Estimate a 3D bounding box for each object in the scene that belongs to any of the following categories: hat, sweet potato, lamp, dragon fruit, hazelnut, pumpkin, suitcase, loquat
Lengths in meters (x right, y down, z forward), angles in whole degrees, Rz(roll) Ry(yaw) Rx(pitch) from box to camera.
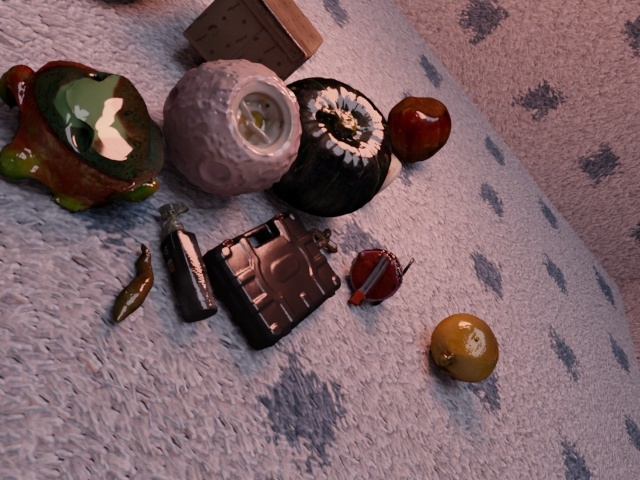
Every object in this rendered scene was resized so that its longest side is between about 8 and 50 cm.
[{"bbox_3d":[0.151,0.091,1.372,0.227,0.129,0.140,11,94,-68],"label":"hat"},{"bbox_3d":[-0.280,0.069,0.881,0.153,0.038,0.041,-84,153,-47],"label":"sweet potato"},{"bbox_3d":[0.000,0.000,1.305,0.083,0.031,0.063,5,57,-46],"label":"lamp"},{"bbox_3d":[-0.363,-0.172,0.907,0.268,0.130,0.295,54,33,-13],"label":"dragon fruit"},{"bbox_3d":[0.313,-0.365,1.886,0.234,0.218,0.218,-26,83,-38],"label":"hazelnut"},{"bbox_3d":[0.008,-0.208,1.296,0.323,0.241,0.323,15,60,-29],"label":"pumpkin"},{"bbox_3d":[-0.086,0.066,1.105,0.206,0.066,0.285,57,33,0],"label":"suitcase"},{"bbox_3d":[0.349,0.269,1.412,0.204,0.149,0.172,-18,80,-44],"label":"loquat"}]

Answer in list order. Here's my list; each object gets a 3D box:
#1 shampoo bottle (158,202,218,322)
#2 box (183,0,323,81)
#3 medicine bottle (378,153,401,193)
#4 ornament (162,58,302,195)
[{"bbox_3d":[-0.226,0.031,0.962,0.063,0.057,0.207,2,61,-51],"label":"shampoo bottle"},{"bbox_3d":[-0.142,-0.473,1.334,0.225,0.190,0.297,48,23,-14],"label":"box"},{"bbox_3d":[0.088,-0.243,1.522,0.252,0.144,0.144,45,35,-14],"label":"medicine bottle"},{"bbox_3d":[-0.168,-0.210,1.079,0.259,0.225,0.259,1,88,-42],"label":"ornament"}]
